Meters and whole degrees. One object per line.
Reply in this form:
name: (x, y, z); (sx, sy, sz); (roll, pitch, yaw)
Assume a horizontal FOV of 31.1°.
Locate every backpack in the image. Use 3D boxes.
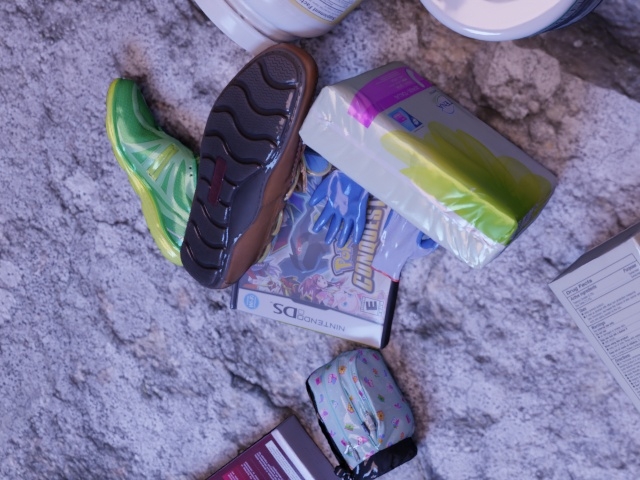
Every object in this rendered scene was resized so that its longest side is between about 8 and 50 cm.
backpack: (0.062, 0.250, 1.664); (0.115, 0.152, 0.182); (-31, 78, 19)

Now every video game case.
video game case: (0.000, 0.000, 1.678); (0.248, 0.035, 0.275); (14, 107, 18)

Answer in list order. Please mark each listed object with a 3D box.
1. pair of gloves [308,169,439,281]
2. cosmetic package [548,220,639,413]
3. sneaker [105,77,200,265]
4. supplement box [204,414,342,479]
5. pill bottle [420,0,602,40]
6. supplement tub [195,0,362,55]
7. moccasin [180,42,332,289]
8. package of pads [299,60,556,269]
pair of gloves: (0.077, -0.032, 1.593); (0.198, 0.023, 0.159); (34, 126, 15)
cosmetic package: (0.453, 0.130, 1.463); (0.309, 0.113, 0.160); (56, 138, 2)
sneaker: (-0.227, -0.111, 1.717); (0.123, 0.109, 0.295); (-25, 94, 7)
supplement box: (-0.099, 0.392, 1.786); (0.239, 0.073, 0.130); (-39, 86, 23)
pill bottle: (0.239, -0.340, 1.326); (0.204, 0.361, 0.204); (5, 104, 20)
supplement tub: (-0.003, -0.413, 1.471); (0.331, 0.241, 0.241); (-38, 87, 25)
moccasin: (-0.079, -0.098, 1.566); (0.139, 0.147, 0.380); (34, 128, 26)
package of pads: (0.148, -0.105, 1.491); (0.296, 0.229, 0.101); (38, 118, 11)
